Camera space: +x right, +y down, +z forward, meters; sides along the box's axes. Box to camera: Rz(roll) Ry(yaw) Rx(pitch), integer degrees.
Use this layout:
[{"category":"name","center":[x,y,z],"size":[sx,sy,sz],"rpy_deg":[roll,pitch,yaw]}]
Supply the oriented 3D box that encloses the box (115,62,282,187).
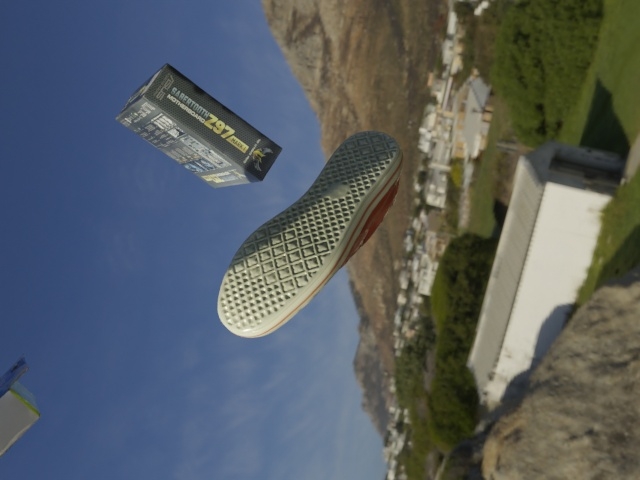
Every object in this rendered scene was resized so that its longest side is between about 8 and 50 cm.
[{"category":"box","center":[-0.173,-0.147,1.061],"size":[0.059,0.183,0.233],"rpy_deg":[-58,20,-11]}]

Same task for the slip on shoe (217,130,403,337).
[{"category":"slip on shoe","center":[0.000,0.000,0.971],"size":[0.331,0.123,0.101],"rpy_deg":[-51,-32,-27]}]

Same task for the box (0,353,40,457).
[{"category":"box","center":[-0.309,0.181,0.667],"size":[0.178,0.042,0.109],"rpy_deg":[-46,15,-18]}]
